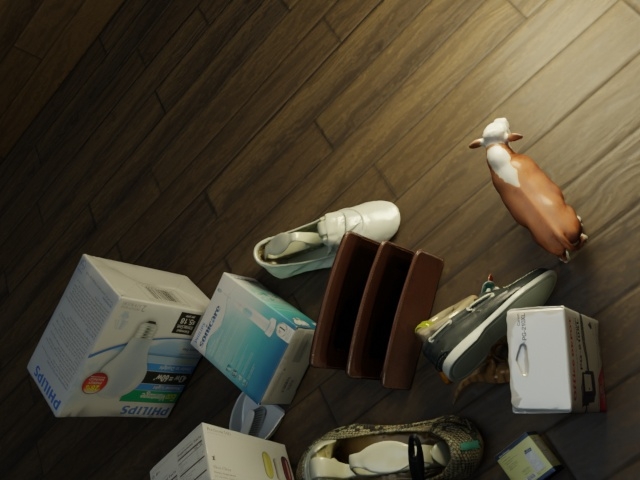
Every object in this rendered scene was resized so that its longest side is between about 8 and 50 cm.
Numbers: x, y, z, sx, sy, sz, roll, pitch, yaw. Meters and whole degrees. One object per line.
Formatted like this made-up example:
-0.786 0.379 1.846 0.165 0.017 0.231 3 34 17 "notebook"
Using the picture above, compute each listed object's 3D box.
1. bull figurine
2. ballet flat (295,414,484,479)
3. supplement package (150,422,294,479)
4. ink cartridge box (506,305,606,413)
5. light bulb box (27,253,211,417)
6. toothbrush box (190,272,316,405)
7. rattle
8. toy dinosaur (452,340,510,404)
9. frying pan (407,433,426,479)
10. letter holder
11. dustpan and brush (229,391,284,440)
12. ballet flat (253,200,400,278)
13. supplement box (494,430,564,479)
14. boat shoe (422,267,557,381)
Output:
0.408 -0.093 1.252 0.101 0.188 0.310 -36 60 24 "bull figurine"
0.095 0.460 1.346 0.482 0.182 0.164 -23 67 31 "ballet flat"
-0.221 0.561 1.490 0.204 0.262 0.145 -45 41 19 "supplement package"
0.418 0.215 1.133 0.100 0.237 0.172 -9 73 35 "ink cartridge box"
-0.521 0.270 1.744 0.225 0.358 0.361 37 102 39 "light bulb box"
-0.163 0.244 1.630 0.295 0.126 0.216 29 97 37 "toothbrush box"
0.308 0.183 1.334 0.199 0.130 0.143 -30 70 -3 "rattle"
0.340 0.260 1.291 0.211 0.064 0.112 -17 70 33 "toy dinosaur"
0.176 0.496 1.222 0.197 0.053 0.326 -13 97 53 "frying pan"
0.118 0.150 1.388 0.152 0.214 0.302 13 86 38 "letter holder"
-0.191 0.495 1.627 0.147 0.060 0.211 23 92 38 "dustpan and brush"
0.000 0.000 1.570 0.400 0.139 0.139 -20 67 31 "ballet flat"
0.392 0.418 1.215 0.083 0.056 0.083 -47 56 18 "supplement box"
0.327 0.141 1.249 0.302 0.114 0.091 -35 45 -16 "boat shoe"
